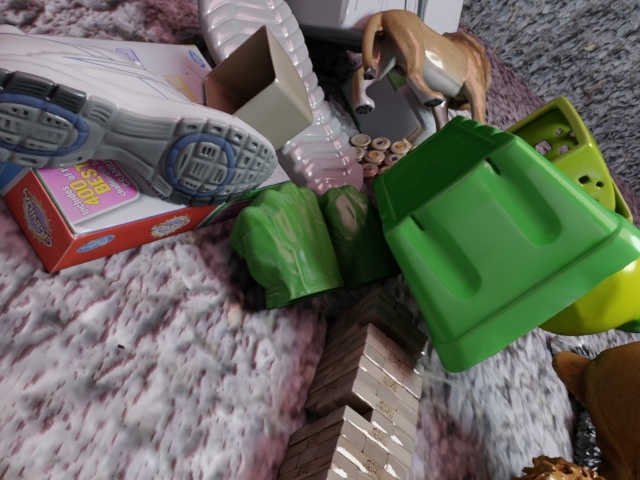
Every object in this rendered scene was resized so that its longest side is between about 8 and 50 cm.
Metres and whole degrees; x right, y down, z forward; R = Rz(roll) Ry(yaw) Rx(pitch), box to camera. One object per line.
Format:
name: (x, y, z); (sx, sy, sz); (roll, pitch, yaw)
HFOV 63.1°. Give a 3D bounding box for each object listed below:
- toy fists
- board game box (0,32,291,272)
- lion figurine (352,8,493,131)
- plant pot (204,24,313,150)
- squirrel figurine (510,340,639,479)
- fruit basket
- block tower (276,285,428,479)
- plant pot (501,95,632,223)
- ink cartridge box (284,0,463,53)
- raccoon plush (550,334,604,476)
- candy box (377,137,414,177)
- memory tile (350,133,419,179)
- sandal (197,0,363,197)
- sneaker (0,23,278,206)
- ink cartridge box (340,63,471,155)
toy fists: (0.000, 0.000, 0.683); (0.279, 0.096, 0.142); (-6, 75, -51)
board game box: (-0.207, -0.119, 0.592); (0.242, 0.064, 0.317); (55, 35, 8)
lion figurine: (0.179, -0.300, 0.884); (0.392, 0.142, 0.240); (14, 67, -50)
plant pot: (-0.070, -0.176, 0.653); (0.096, 0.109, 0.108); (32, 37, -45)
squirrel figurine: (0.342, 0.306, 0.551); (0.397, 0.281, 0.369); (-11, 96, -24)
fruit basket: (0.263, 0.025, 0.688); (0.392, 0.283, 0.392); (48, 14, -16)
block tower: (0.035, 0.194, 0.538); (0.091, 0.097, 0.335); (41, 37, -11)
plant pot: (0.413, -0.090, 0.955); (0.207, 0.228, 0.227); (45, 32, -18)
ink cartridge box: (0.060, -0.467, 1.009); (0.286, 0.166, 0.395); (22, 20, 34)
raccoon plush: (0.577, 0.296, 0.851); (0.216, 0.299, 0.446); (14, 48, -39)
candy box: (0.252, -0.040, 0.994); (0.317, 0.088, 0.182); (28, 39, -29)
memory tile: (0.111, -0.142, 0.909); (0.148, 0.012, 0.113); (13, 50, 18)
sandal: (-0.081, -0.225, 0.810); (0.169, 0.102, 0.415); (-26, 91, -39)
sneaker: (-0.168, -0.122, 0.492); (0.297, 0.111, 0.129); (16, 41, -40)
ink cartridge box: (0.210, -0.257, 1.122); (0.289, 0.121, 0.211); (2, 56, -46)
